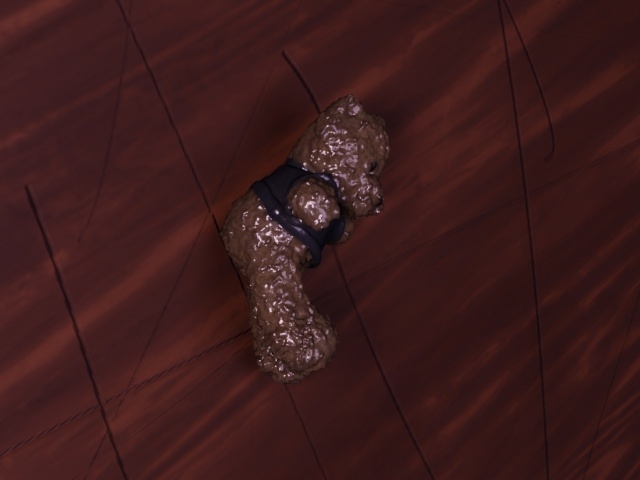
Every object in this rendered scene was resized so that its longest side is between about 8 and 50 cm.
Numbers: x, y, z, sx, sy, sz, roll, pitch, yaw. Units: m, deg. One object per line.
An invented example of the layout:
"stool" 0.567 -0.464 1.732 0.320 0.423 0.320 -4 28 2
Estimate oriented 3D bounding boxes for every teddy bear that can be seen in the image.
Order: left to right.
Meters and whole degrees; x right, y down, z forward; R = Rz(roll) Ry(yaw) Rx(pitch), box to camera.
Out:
"teddy bear" -0.020 -0.005 1.034 0.129 0.182 0.251 21 82 -7
